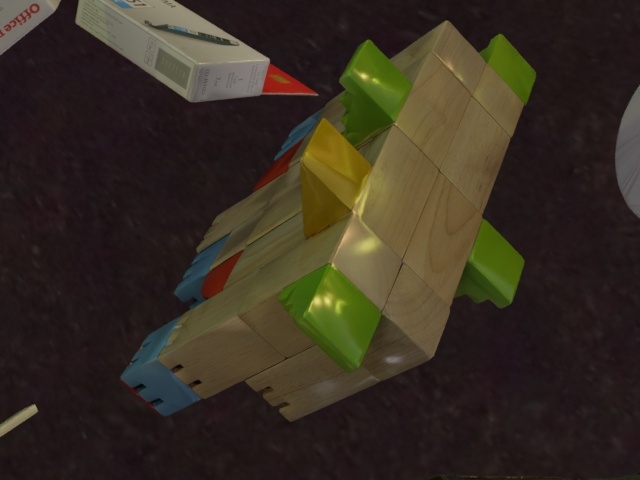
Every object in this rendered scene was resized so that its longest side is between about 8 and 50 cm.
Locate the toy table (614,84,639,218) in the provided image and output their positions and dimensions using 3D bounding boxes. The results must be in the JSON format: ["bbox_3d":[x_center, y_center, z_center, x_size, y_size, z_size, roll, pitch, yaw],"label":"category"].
[{"bbox_3d":[0.375,-0.055,0.999,0.161,0.274,0.252,33,125,-18],"label":"toy table"}]

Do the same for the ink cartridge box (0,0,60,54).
[{"bbox_3d":[-0.468,-0.347,1.546,0.148,0.086,0.203,-37,110,6],"label":"ink cartridge box"}]

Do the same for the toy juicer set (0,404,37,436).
[{"bbox_3d":[-0.588,0.252,1.600,0.329,0.209,0.089,5,121,18],"label":"toy juicer set"}]

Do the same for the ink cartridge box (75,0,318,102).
[{"bbox_3d":[-0.180,-0.301,1.758,0.261,0.296,0.066,-11,127,-45],"label":"ink cartridge box"}]

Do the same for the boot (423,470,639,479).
[{"bbox_3d":[0.224,0.259,1.159,0.209,0.190,0.076,15,64,-22],"label":"boot"}]

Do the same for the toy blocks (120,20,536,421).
[{"bbox_3d":[0.000,0.000,0.899,0.191,0.261,0.381,44,44,-17],"label":"toy blocks"}]
